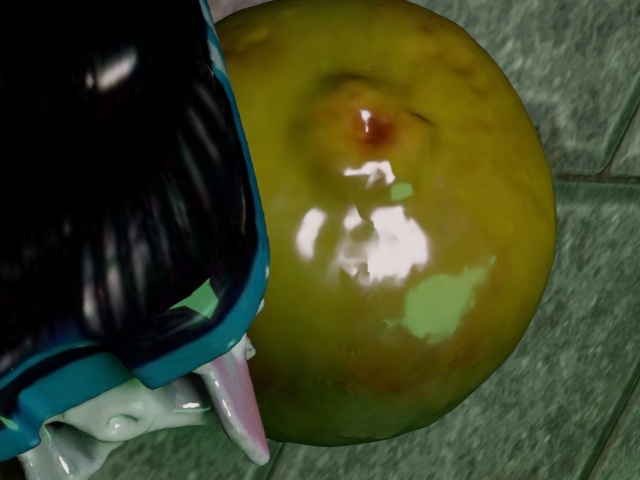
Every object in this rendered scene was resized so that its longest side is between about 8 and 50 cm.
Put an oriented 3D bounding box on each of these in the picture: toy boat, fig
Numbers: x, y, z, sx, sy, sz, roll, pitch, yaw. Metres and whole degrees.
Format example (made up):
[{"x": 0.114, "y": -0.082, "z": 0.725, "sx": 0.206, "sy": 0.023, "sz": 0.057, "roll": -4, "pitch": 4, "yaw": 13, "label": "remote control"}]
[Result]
[{"x": -0.093, "y": -0.055, "z": 0.545, "sx": 0.134, "sy": 0.298, "sz": 0.092, "roll": -23, "pitch": 141, "yaw": 7, "label": "toy boat"}, {"x": -0.007, "y": 0.000, "z": 0.821, "sx": 0.207, "sy": 0.207, "sz": 0.230, "roll": -25, "pitch": 172, "yaw": -41, "label": "fig"}]

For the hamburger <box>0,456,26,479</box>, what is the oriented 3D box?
[{"x": -0.241, "y": 0.053, "z": 0.532, "sx": 0.330, "sy": 0.209, "sz": 0.162, "roll": -1, "pitch": 138, "yaw": -12, "label": "hamburger"}]
